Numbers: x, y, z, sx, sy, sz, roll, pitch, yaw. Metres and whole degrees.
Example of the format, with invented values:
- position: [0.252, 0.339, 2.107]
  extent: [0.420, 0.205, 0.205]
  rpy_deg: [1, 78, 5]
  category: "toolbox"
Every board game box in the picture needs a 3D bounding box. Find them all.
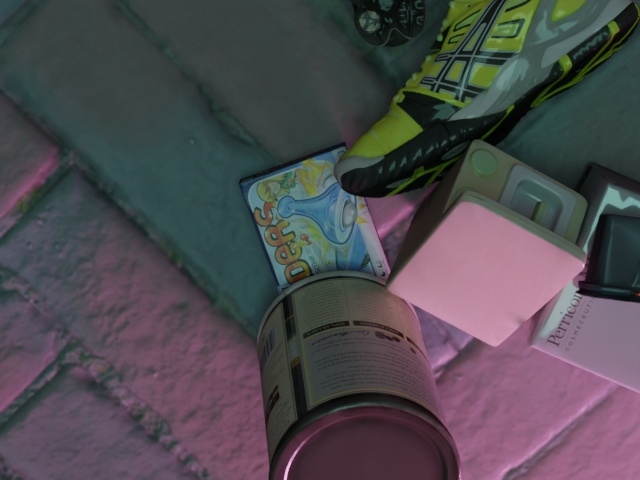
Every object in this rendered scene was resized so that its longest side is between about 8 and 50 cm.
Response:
- position: [0.000, 0.000, 1.676]
  extent: [0.136, 0.035, 0.201]
  rpy_deg: [-20, 101, 5]
  category: "board game box"

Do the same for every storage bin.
- position: [0.348, 0.022, 1.496]
  extent: [0.135, 0.098, 0.091]
  rpy_deg: [6, 92, 1]
  category: "storage bin"

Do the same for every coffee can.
- position: [0.035, 0.185, 1.569]
  extent: [0.201, 0.275, 0.202]
  rpy_deg: [-2, 119, -4]
  category: "coffee can"

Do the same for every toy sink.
- position: [0.196, -0.009, 1.566]
  extent: [0.152, 0.234, 0.131]
  rpy_deg: [27, 58, -4]
  category: "toy sink"

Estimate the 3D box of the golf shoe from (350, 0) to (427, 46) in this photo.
- position: [0.064, -0.353, 1.564]
  extent: [0.105, 0.120, 0.273]
  rpy_deg: [-1, 99, 7]
  category: "golf shoe"

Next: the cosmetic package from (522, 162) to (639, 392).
- position: [0.447, 0.084, 1.626]
  extent: [0.384, 0.156, 0.217]
  rpy_deg: [21, 103, -4]
  category: "cosmetic package"

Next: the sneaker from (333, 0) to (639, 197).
- position: [0.169, -0.187, 1.600]
  extent: [0.384, 0.145, 0.147]
  rpy_deg: [-35, 79, 4]
  category: "sneaker"
